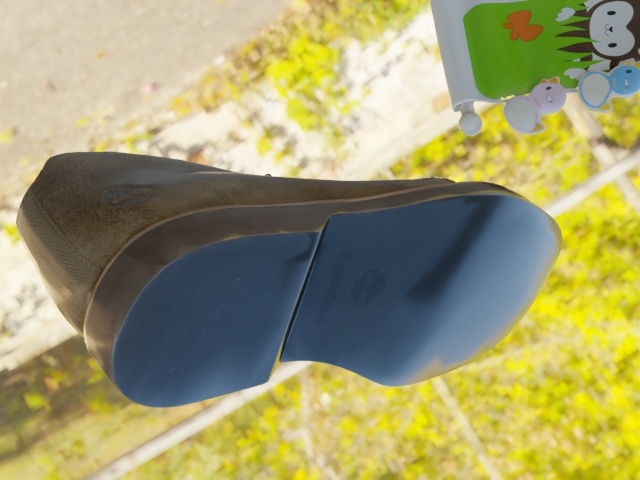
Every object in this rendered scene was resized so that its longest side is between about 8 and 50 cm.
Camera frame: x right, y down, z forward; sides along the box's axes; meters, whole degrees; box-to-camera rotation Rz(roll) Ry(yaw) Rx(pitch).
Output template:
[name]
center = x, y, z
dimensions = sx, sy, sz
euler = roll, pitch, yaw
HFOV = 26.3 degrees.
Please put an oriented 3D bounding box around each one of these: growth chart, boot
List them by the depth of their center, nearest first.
[boot]
center = 0.000, 0.000, 0.639
dimensions = 0.305, 0.115, 0.112
euler = 2, 118, -47
[growth chart]
center = 0.189, -0.160, 0.940
dimensions = 0.237, 0.172, 0.021
euler = -19, 144, 1
